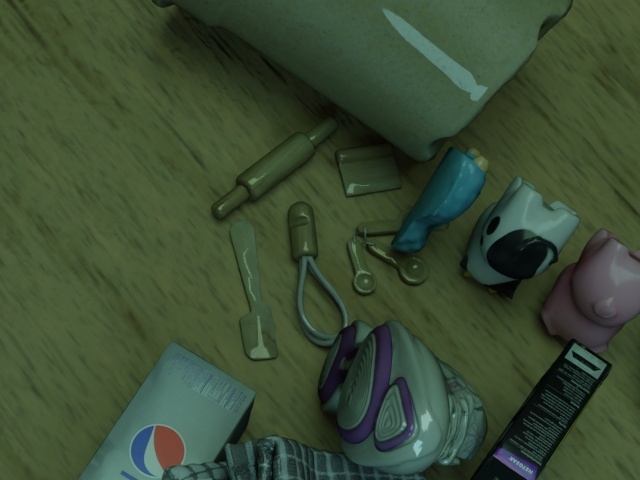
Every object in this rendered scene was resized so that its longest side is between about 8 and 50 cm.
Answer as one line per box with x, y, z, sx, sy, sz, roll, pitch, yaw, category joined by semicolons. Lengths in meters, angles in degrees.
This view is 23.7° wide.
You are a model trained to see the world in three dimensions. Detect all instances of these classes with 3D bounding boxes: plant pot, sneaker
0.060;-0.252;1.465;0.305;0.334;0.334;42;65;-3;plant pot
0.087;0.135;1.284;0.152;0.305;0.114;23;93;-7;sneaker

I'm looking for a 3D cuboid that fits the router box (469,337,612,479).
0.181;0.177;1.336;0.046;0.179;0.133;35;65;9;router box

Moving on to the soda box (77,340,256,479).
-0.166;0.233;1.291;0.091;0.098;0.286;30;63;6;soda box

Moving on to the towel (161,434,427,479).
0.015;0.297;1.230;0.235;0.121;0.283;13;55;-45;towel

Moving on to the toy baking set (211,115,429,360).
-0.003;-0.006;1.470;0.256;0.030;0.197;-34;75;-23;toy baking set

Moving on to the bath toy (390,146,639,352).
0.243;0.047;1.440;0.348;0.151;0.129;31;98;1;bath toy
